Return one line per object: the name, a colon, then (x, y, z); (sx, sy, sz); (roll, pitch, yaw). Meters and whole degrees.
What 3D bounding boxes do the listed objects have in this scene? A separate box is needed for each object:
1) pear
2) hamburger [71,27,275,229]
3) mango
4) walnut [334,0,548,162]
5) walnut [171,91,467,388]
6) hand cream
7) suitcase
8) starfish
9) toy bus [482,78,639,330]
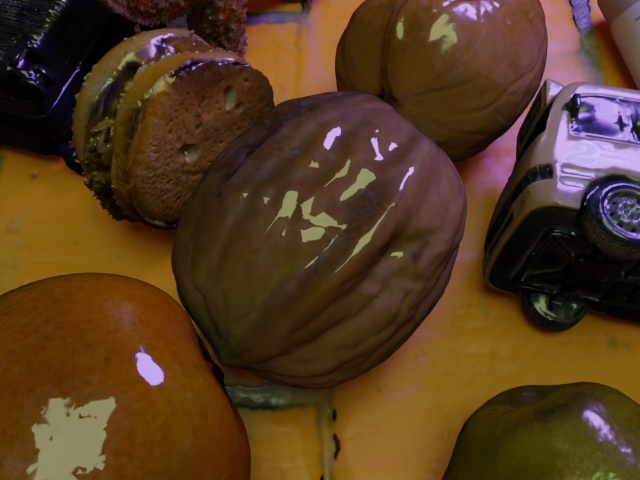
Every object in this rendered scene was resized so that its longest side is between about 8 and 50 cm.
pear: (0.181, 0.200, 0.493); (0.198, 0.198, 0.198); (1, 63, -1)
hamburger: (-0.143, -0.099, 0.648); (0.118, 0.182, 0.190); (32, 97, 33)
mango: (-0.207, 0.200, 0.470); (0.264, 0.221, 0.378); (35, 79, 18)
walnut: (0.120, -0.180, 0.688); (0.195, 0.195, 0.221); (35, 59, 15)
walnut: (0.000, 0.000, 0.579); (0.225, 0.225, 0.261); (32, 70, 14)
hand cream: (0.405, -0.189, 0.769); (0.133, 0.083, 0.247); (-17, 76, -10)
suitcase: (-0.370, -0.230, 0.724); (0.335, 0.152, 0.229); (14, 62, 8)
starfish: (-0.113, -0.319, 0.711); (0.113, 0.303, 0.311); (6, 63, 29)
toy bus: (0.341, -0.016, 0.620); (0.366, 0.177, 0.201); (11, 60, 0)
